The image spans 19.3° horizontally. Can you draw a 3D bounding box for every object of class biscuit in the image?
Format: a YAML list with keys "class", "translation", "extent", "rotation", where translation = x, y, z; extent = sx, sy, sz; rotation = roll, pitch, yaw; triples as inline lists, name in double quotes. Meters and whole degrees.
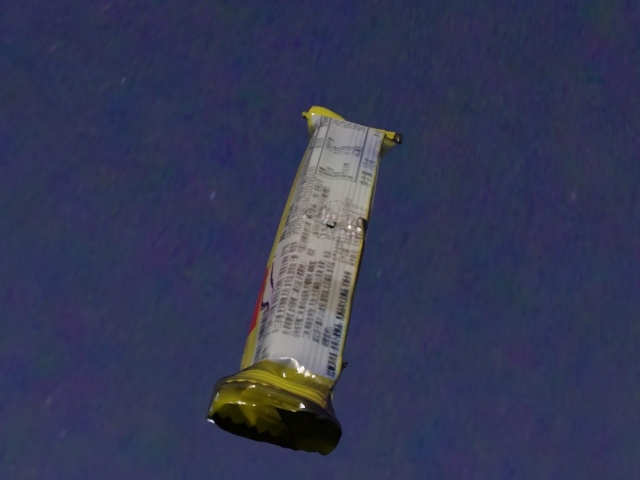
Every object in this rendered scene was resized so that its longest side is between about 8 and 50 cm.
- class: "biscuit"
  translation: [0.000, 0.000, 0.744]
  extent: [0.048, 0.292, 0.026]
  rotation: [20, -66, -2]
